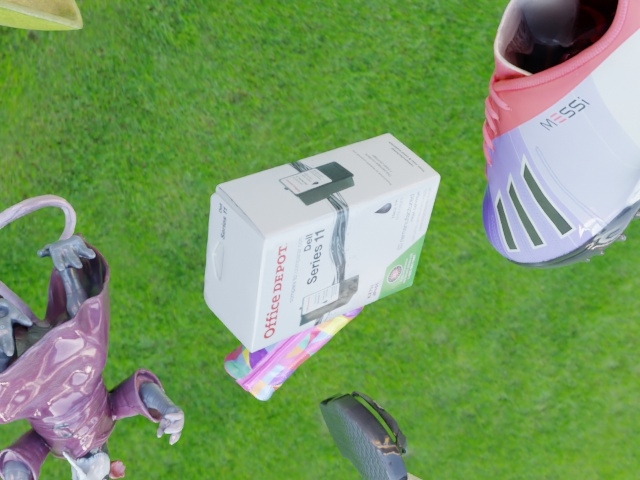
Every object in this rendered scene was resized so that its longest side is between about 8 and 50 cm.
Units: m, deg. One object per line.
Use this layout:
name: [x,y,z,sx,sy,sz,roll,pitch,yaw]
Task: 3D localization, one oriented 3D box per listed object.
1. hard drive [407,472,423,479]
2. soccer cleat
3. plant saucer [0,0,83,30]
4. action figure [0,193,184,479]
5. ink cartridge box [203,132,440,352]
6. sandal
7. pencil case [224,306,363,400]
hard drive: [0.145,0.397,0.949,0.047,0.353,0.232,-3,86,-14]
soccer cleat: [0.125,-0.070,0.432,0.117,0.108,0.318,14,162,-5]
plant saucer: [-0.247,-0.204,0.508,0.045,0.188,0.188,-31,167,24]
action figure: [-0.322,0.180,1.049,0.248,0.275,0.370,-25,140,-20]
ink cartridge box: [0.000,0.000,0.860,0.209,0.087,0.153,-20,138,-31]
sandal: [0.047,0.194,0.920,0.055,0.254,0.097,-23,93,-9]
pencil case: [-0.039,0.136,1.320,0.104,0.104,0.236,30,115,-32]
